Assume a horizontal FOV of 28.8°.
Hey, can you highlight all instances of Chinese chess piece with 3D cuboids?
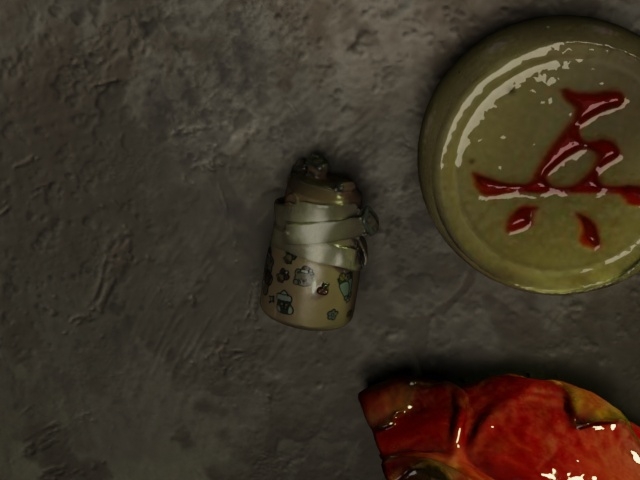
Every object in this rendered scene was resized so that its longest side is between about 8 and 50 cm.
[{"bbox_3d":[0.210,-0.074,1.097,0.249,0.103,0.250,1,112,2],"label":"Chinese chess piece"}]

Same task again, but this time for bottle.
[{"bbox_3d":[-0.001,0.000,1.148,0.099,0.099,0.152,11,109,0],"label":"bottle"}]

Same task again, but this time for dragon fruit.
[{"bbox_3d":[0.191,0.235,1.113,0.286,0.329,0.228,-18,104,12],"label":"dragon fruit"}]
